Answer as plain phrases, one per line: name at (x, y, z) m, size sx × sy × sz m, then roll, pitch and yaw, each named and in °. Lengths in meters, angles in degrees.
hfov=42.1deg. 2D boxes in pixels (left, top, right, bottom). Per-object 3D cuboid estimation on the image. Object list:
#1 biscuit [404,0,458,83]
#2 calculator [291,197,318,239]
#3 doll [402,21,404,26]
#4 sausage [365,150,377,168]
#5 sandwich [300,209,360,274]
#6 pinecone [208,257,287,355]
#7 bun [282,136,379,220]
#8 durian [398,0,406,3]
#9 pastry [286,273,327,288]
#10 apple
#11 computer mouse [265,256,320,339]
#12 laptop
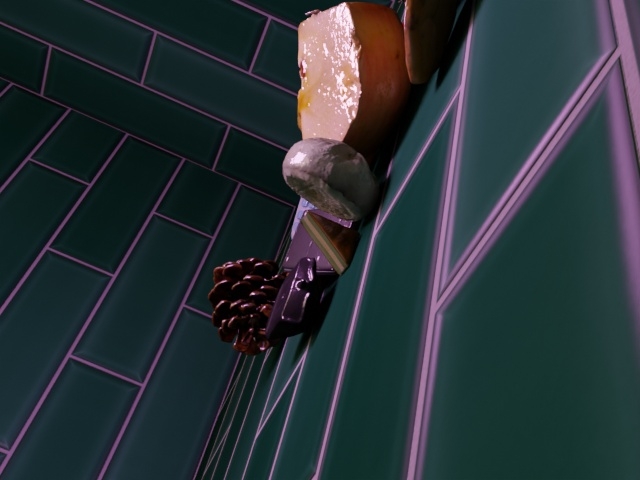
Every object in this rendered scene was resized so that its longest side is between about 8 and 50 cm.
biscuit at (0.197, -0.398, 1.479) m, size 0.203 × 0.041 × 0.260 m, roll 43°, pitch -121°, yaw -62°
calculator at (0.028, -0.143, 2.050) m, size 0.256 × 0.054 × 0.386 m, roll 16°, pitch 83°, yaw 65°
doll at (0.172, -0.487, 2.304) m, size 0.384 × 0.099 × 0.188 m, roll 136°, pitch 157°, yaw -68°
sausage at (0.088, -0.219, 1.889) m, size 0.093 × 0.093 × 0.312 m, roll 148°, pitch 144°, yaw -81°
sandwich at (0.007, 0.004, 1.611) m, size 0.074 × 0.116 × 0.074 m, roll 124°, pitch 170°, yaw -66°
pinecone at (-0.178, 0.175, 2.206) m, size 0.309 × 0.244 × 0.244 m, roll -90°, pitch 22°, yaw -49°
bun at (0.028, -0.125, 1.588) m, size 0.118 × 0.195 × 0.195 m, roll -56°, pitch 3°, yaw -14°
durian at (0.206, -0.533, 1.641) m, size 0.196 × 0.167 × 0.196 m, roll -35°, pitch -16°, yaw -11°
pastry at (-0.022, 0.061, 1.853) m, size 0.153 × 0.081 × 0.153 m, roll -61°, pitch 3°, yaw 6°
apple at (0.067, -0.316, 1.725) m, size 0.314 × 0.252 × 0.309 m, roll -13°, pitch -82°, yaw -75°
computer mouse at (-0.044, 0.129, 1.715) m, size 0.264 × 0.088 × 0.147 m, roll 122°, pitch 165°, yaw -68°
laptop at (0.000, 0.000, 1.753) m, size 0.207 × 0.026 × 0.154 m, roll -1°, pitch 62°, yaw 57°
